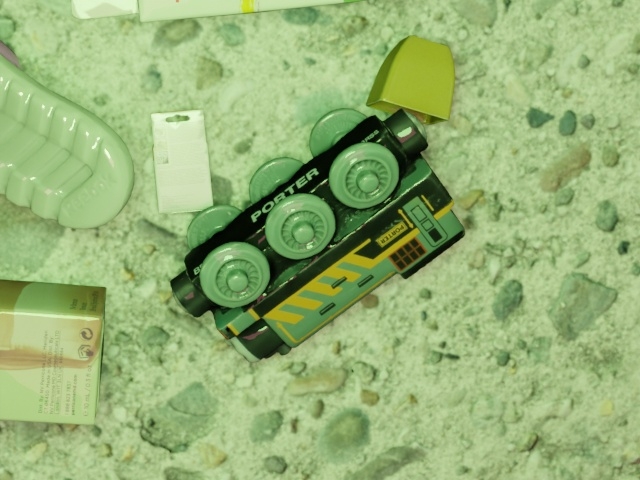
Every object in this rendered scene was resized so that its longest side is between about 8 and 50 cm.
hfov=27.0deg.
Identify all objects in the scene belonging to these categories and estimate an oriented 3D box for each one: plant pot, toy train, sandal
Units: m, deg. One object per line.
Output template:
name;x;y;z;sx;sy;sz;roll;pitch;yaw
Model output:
plant pot;0.106;-0.181;1.487;0.081;0.081;0.083;15;89;-10
toy train;0.000;0.000;1.482;0.334;0.142;0.190;-37;120;5
sandal;-0.370;-0.158;1.419;0.416;0.102;0.169;40;115;2

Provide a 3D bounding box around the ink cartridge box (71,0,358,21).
ink cartridge box;-0.099;-0.341;1.400;0.354;0.119;0.207;-7;104;-6

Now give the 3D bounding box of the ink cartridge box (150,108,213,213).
ink cartridge box;-0.156;-0.090;1.498;0.063;0.029;0.115;-5;103;-6

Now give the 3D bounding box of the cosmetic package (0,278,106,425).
cosmetic package;-0.386;0.113;1.454;0.296;0.153;0.129;4;101;-10
